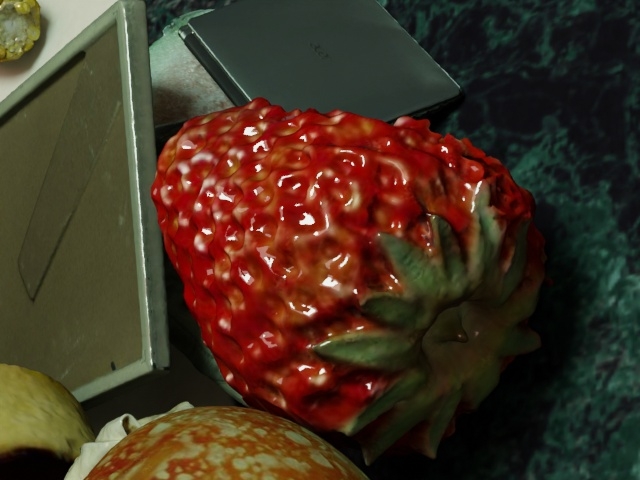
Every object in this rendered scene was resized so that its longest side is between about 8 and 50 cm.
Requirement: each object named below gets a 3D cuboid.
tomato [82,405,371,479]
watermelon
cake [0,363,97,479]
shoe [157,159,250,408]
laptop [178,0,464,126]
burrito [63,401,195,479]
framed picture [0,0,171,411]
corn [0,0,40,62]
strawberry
[{"bbox_3d":[-0.050,0.229,1.012,0.223,0.270,0.270,30,89,23],"label":"tomato"},{"bbox_3d":[-0.079,-0.098,1.328,0.094,0.081,0.180,4,31,41],"label":"watermelon"},{"bbox_3d":[-0.237,0.154,1.211,0.208,0.185,0.178,-31,46,-22],"label":"cake"},{"bbox_3d":[-0.075,0.022,1.274,0.275,0.098,0.103,37,98,46],"label":"shoe"},{"bbox_3d":[-0.003,-0.117,1.295,0.129,0.016,0.180,-22,43,-15],"label":"laptop"},{"bbox_3d":[-0.143,0.209,1.157,0.059,0.082,0.275,37,115,31],"label":"burrito"},{"bbox_3d":[-0.182,0.004,1.313,0.324,0.020,0.240,-29,63,56],"label":"framed picture"},{"bbox_3d":[-0.308,-0.196,1.621,0.238,0.080,0.080,24,85,44],"label":"corn"},{"bbox_3d":[0.000,0.000,1.128,0.244,0.205,0.205,36,93,40],"label":"strawberry"}]
